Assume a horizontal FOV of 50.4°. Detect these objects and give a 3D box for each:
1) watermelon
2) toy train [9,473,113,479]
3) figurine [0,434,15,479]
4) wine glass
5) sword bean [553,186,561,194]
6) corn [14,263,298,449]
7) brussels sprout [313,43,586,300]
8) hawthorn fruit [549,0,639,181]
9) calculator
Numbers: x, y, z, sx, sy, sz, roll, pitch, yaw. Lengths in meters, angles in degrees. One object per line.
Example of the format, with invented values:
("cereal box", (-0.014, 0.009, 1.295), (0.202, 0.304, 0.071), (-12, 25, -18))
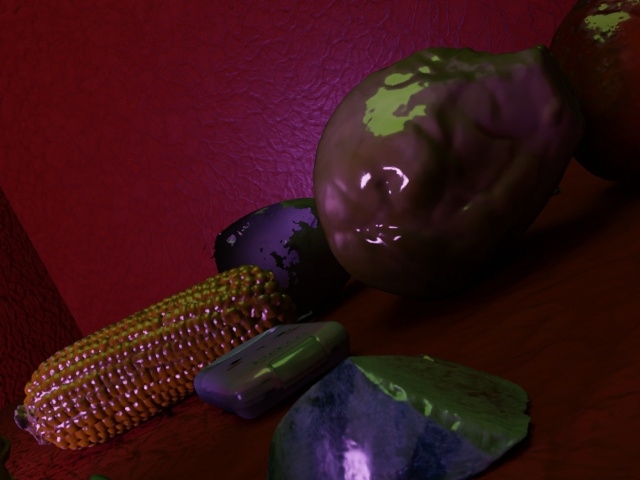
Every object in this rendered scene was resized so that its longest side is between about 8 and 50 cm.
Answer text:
("watermelon", (0.035, 0.113, 0.412), (0.180, 0.081, 0.094), (-21, -20, 18))
("toy train", (-0.213, 0.206, 0.152), (0.397, 0.160, 0.253), (-29, 11, -13))
("figurine", (-0.340, 0.225, 0.390), (0.340, 0.231, 0.323), (-20, 25, -24))
("wine glass", (0.002, 0.003, 1.093), (0.357, 0.190, 0.190), (-27, 3, -36))
("sword bean", (0.324, -0.065, 1.013), (0.012, 0.012, 0.083), (-30, 6, -32))
("corn", (-0.215, 0.154, 0.910), (0.387, 0.144, 0.144), (-28, 4, -1))
("brussels sprout", (0.128, -0.067, 0.738), (0.274, 0.242, 0.316), (-9, -27, -32))
("hawthorn fruit", (0.351, -0.203, 0.765), (0.210, 0.262, 0.210), (-22, 2, 1))
("calculator", (-0.059, 0.138, 0.747), (0.141, 0.045, 0.246), (-29, 3, -22))
